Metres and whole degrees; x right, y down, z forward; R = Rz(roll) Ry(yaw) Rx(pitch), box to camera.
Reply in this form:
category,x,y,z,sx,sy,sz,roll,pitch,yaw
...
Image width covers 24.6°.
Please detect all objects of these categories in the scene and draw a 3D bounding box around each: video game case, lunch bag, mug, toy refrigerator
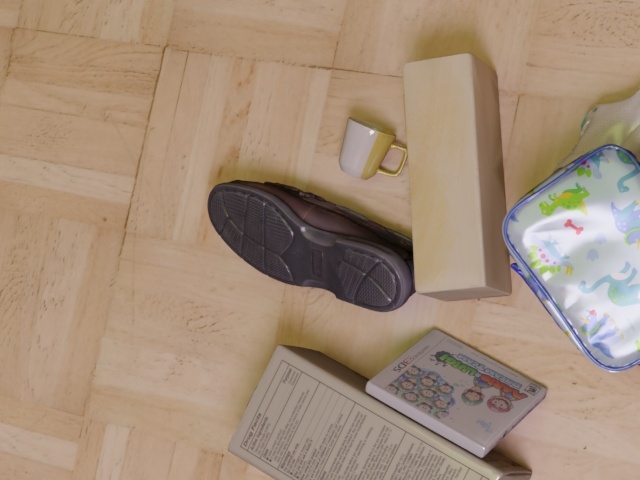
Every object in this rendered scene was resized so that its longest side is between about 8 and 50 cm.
category,x,y,z,sx,sy,sz,roll,pitch,yaw
video game case,0.154,0.168,1.648,0.157,0.143,0.019,28,128,25
lunch bag,0.306,0.019,1.559,0.176,0.090,0.219,-37,85,10
mug,0.058,-0.106,1.772,0.078,0.062,0.064,28,102,32
toy refrigerator,0.155,-0.070,1.697,0.094,0.102,0.270,-6,80,24

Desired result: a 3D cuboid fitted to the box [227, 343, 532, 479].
category,x,y,z,sx,sy,sz,roll,pitch,yaw
box,0.065,0.252,1.679,0.311,0.121,0.148,29,96,25

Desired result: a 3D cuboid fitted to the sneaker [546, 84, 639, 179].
category,x,y,z,sx,sy,sz,roll,pitch,yaw
sneaker,0.313,-0.104,1.654,0.212,0.080,0.094,-37,56,9

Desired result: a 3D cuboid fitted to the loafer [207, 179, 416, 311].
category,x,y,z,sx,sy,sz,roll,pitch,yaw
loafer,0.000,0.000,1.779,0.302,0.095,0.109,24,123,30
